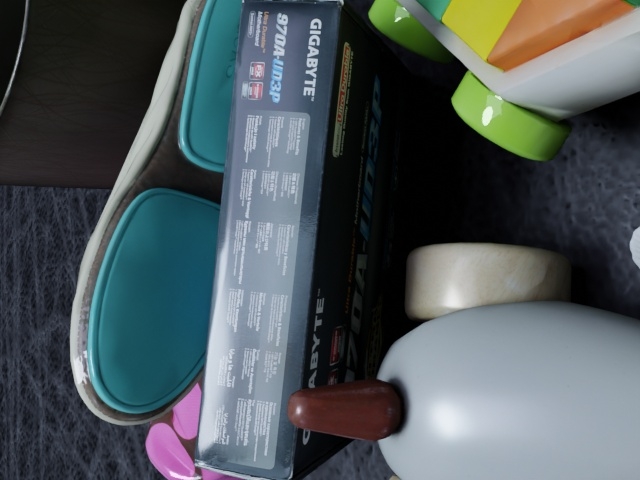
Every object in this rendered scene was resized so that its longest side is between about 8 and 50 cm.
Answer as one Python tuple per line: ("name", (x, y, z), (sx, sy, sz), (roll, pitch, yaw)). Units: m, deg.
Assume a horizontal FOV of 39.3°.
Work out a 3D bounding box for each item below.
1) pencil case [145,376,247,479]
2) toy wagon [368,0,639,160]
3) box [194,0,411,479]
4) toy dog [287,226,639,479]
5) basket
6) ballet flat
("pencil case", (-0.068, 0.063, 0.585), (0.098, 0.095, 0.209), (15, 112, 13))
("toy wagon", (0.132, -0.167, 0.376), (0.267, 0.068, 0.344), (-61, 30, 23))
("box", (0.000, 0.000, 0.479), (0.051, 0.175, 0.220), (6, 90, 16))
("toy dog", (0.118, 0.068, 0.345), (0.334, 0.161, 0.220), (-31, 64, 43))
("basket", (-0.129, -0.103, 0.593), (0.204, 0.227, 0.154), (-17, 73, 46))
("ballet flat", (-0.073, -0.025, 0.477), (0.086, 0.086, 0.248), (-1, 65, 49))
